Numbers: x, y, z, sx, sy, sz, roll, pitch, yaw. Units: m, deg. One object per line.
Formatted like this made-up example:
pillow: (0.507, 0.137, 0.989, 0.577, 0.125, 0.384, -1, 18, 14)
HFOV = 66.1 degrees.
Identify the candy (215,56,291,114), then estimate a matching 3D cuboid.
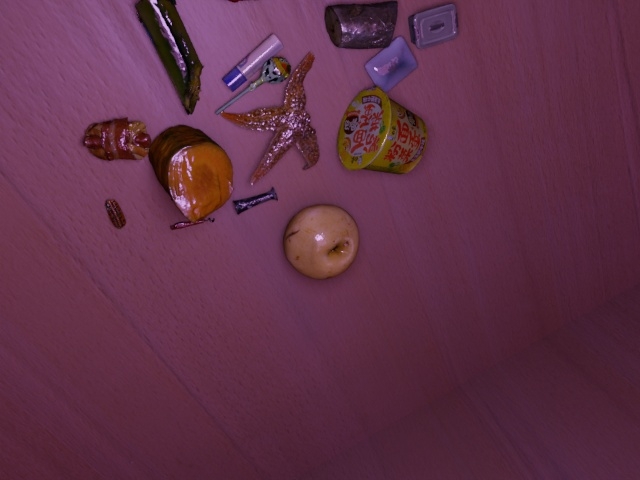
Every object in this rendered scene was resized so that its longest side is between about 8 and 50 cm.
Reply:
candy: (-0.234, -0.520, 1.687, 0.305, 0.083, 0.091, -33, 159, 11)

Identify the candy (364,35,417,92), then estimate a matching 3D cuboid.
candy: (0.262, -0.641, 1.806, 0.174, 0.071, 0.138, -39, 121, 4)

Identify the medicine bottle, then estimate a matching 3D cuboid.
medicine bottle: (-0.230, -0.602, 1.670, 0.231, 0.059, 0.059, -40, 121, 4)

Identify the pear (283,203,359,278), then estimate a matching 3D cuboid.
pear: (0.000, 0.000, 1.923, 0.309, 0.309, 0.309, -8, 118, -15)

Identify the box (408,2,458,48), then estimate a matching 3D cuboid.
box: (0.398, -0.774, 1.772, 0.172, 0.093, 0.124, -19, 121, -8)

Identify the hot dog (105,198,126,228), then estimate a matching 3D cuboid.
hot dog: (-0.738, -0.095, 1.771, 0.049, 0.037, 0.122, -22, 122, -10)

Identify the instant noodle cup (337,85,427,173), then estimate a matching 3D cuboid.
instant noodle cup: (0.236, -0.385, 1.817, 0.221, 0.311, 0.311, 11, 112, -34)

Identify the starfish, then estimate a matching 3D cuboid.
starfish: (-0.132, -0.411, 1.771, 0.383, 0.132, 0.398, -22, 117, -2)

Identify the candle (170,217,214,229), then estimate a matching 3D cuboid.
candle: (-0.487, -0.067, 1.877, 0.167, 0.021, 0.026, -12, 120, -12)

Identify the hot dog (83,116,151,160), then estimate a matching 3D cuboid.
hot dog: (-0.673, -0.330, 1.635, 0.213, 0.103, 0.146, -10, 119, -12)

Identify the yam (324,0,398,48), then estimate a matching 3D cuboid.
yam: (0.151, -0.733, 1.685, 0.254, 0.154, 0.154, -9, 118, -15)

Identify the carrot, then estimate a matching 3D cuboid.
carrot: (-0.428, -0.239, 1.656, 0.241, 0.340, 0.242, -20, 131, -25)

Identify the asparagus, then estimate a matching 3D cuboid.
asparagus: (-0.456, -0.595, 1.574, 0.128, 0.108, 0.382, -25, 123, -6)

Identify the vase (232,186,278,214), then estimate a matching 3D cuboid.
vase: (-0.249, -0.153, 1.890, 0.167, 0.059, 0.059, -21, 120, -8)

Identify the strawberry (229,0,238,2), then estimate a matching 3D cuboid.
strawberry: (-0.253, -0.843, 1.418, 0.257, 0.257, 0.277, -43, 163, 6)
